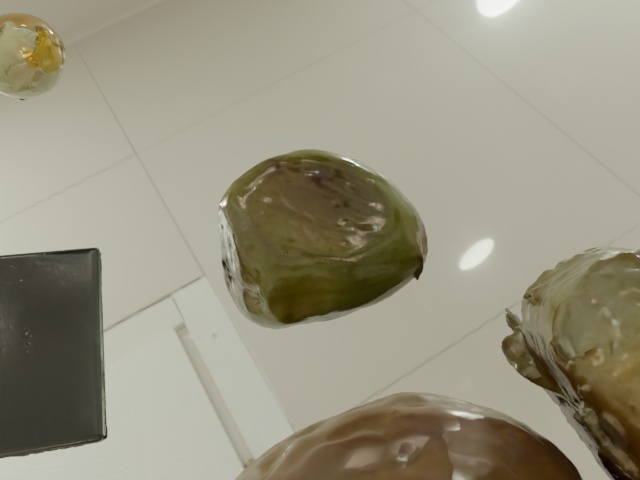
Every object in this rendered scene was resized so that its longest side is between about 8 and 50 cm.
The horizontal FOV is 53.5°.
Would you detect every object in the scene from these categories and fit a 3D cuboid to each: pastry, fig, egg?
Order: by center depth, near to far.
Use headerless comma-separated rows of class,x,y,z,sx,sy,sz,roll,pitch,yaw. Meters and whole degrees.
pastry,0.224,0.120,0.405,0.120,0.257,0.236,-34,-63,3
fig,0.000,0.000,0.500,0.165,0.144,0.154,-9,-45,26
egg,-0.251,-0.157,0.537,0.071,0.083,0.071,-1,-64,-2

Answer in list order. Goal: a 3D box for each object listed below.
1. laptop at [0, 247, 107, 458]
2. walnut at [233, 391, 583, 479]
laptop,-0.246,0.088,0.526,0.129,0.180,0.016,-5,-30,-14
walnut,0.047,0.278,0.461,0.343,0.306,0.306,-19,-32,8
